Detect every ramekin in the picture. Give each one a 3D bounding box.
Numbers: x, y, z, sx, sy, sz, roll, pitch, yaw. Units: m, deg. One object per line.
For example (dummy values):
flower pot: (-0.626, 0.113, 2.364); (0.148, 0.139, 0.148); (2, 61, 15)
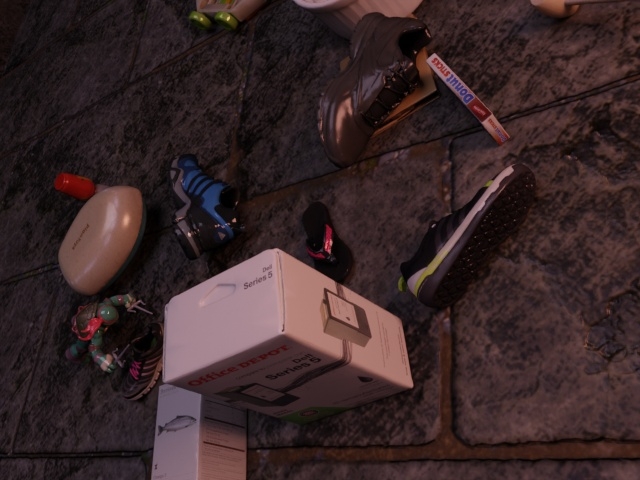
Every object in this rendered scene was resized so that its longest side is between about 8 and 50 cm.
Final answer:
ramekin: (0.084, -0.511, 1.179); (0.277, 0.135, 0.277); (-20, 55, 31)

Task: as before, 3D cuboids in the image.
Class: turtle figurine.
turtle figurine: (-0.440, 0.173, 1.274); (0.234, 0.118, 0.175); (-25, 37, 44)

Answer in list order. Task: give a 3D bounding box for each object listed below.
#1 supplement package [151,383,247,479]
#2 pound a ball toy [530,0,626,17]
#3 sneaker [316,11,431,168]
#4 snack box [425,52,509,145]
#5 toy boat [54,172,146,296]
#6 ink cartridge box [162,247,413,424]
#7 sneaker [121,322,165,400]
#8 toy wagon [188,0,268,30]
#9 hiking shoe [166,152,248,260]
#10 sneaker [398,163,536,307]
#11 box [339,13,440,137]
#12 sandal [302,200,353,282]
supplement package: (-0.185, 0.311, 0.979); (0.105, 0.105, 0.179); (-25, 52, 30)
pound a ball toy: (0.459, -0.390, 0.813); (0.319, 0.136, 0.208); (20, 107, 45)
sneaker: (0.089, -0.249, 1.026); (0.130, 0.109, 0.286); (13, 78, 38)
snack box: (0.218, -0.214, 0.947); (0.022, 0.064, 0.178); (-40, 47, 15)
toy boat: (-0.493, -0.042, 1.437); (0.267, 0.148, 0.318); (-50, 52, 15)
ink cartridge box: (-0.038, 0.139, 0.825); (0.198, 0.273, 0.114); (-27, 52, 28)
sneaker: (-0.331, 0.220, 1.179); (0.170, 0.075, 0.063); (-54, 44, 4)
toy wagon: (-0.177, -0.628, 1.522); (0.345, 0.068, 0.267); (21, 82, 45)
hiking shoe: (-0.224, -0.079, 1.255); (0.132, 0.113, 0.304); (-18, 43, -3)
sneaker: (0.185, -0.018, 0.853); (0.234, 0.084, 0.097); (-51, 43, 6)
box: (0.116, -0.285, 1.107); (0.165, 0.021, 0.201); (-28, 51, 27)
sandal: (0.000, 0.000, 1.036); (0.067, 0.040, 0.179); (-40, 47, 18)
